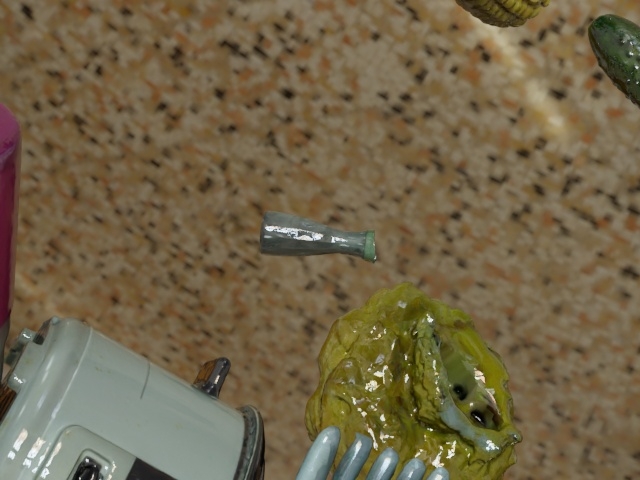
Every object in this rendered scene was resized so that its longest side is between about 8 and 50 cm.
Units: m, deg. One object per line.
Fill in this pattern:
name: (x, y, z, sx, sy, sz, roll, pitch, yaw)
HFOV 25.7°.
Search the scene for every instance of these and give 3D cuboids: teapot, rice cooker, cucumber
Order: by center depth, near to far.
rice cooker: (-0.160, 0.195, 1.023, 0.227, 0.281, 0.241, 32, 158, -13)
teapot: (0.000, 0.000, 1.314, 0.110, 0.043, 0.043, 8, 145, 6)
cucumber: (0.364, -0.160, 1.496, 0.227, 0.069, 0.069, 54, 159, 29)

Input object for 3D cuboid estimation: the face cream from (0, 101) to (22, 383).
face cream: (-0.278, 0.011, 0.872, 0.175, 0.175, 0.195, 19, 116, 18)

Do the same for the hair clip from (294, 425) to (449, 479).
hair clip: (0.094, 0.276, 1.001, 0.238, 0.392, 0.318, 27, 178, 27)

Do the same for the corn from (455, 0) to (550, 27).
corn: (0.110, -0.262, 1.163, 0.097, 0.097, 0.320, 9, 171, 31)

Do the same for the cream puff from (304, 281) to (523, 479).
cream puff: (0.120, 0.181, 1.615, 0.281, 0.282, 0.185, 33, 152, -4)
